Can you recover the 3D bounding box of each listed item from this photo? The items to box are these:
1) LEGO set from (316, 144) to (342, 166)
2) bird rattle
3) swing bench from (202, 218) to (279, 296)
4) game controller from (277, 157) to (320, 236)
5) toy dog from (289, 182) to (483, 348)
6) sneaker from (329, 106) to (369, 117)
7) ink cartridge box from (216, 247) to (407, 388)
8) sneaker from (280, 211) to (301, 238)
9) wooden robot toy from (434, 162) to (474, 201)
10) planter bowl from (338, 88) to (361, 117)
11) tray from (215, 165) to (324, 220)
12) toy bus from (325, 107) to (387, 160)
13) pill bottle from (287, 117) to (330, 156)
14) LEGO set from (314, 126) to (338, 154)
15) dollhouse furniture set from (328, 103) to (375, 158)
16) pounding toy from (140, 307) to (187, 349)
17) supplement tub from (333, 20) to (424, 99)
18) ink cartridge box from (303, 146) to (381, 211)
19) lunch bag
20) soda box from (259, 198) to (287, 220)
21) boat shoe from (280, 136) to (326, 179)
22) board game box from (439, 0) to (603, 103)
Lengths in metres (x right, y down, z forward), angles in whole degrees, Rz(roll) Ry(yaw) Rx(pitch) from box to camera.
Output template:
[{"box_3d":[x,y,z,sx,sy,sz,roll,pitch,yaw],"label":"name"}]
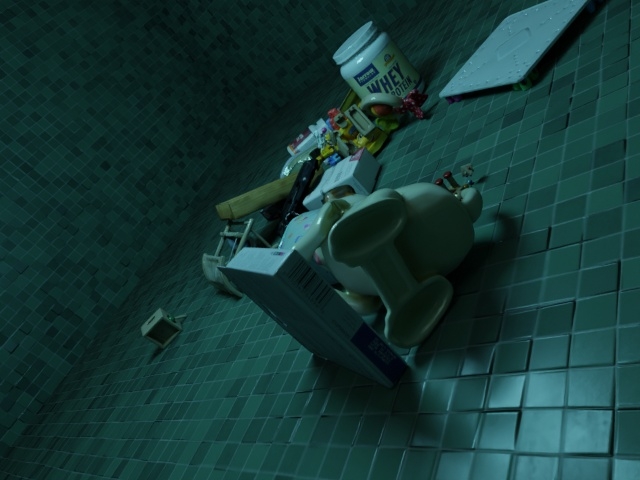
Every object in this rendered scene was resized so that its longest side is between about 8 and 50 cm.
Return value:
[{"box_3d":[0.030,-0.291,1.962,0.093,0.087,0.227,-37,36,4],"label":"LEGO set"},{"box_3d":[0.246,-0.464,1.832,0.253,0.206,0.143,-166,86,-70],"label":"bird rattle"},{"box_3d":[-0.325,0.063,1.955,0.255,0.165,0.253,-53,23,-18],"label":"swing bench"},{"box_3d":[-0.083,-0.150,1.896,0.167,0.067,0.319,-86,18,-47],"label":"game controller"},{"box_3d":[0.111,-0.014,1.134,0.395,0.284,0.408,-47,19,-12],"label":"toy dog"},{"box_3d":[0.134,-0.566,2.329,0.252,0.111,0.103,-32,24,30],"label":"sneaker"},{"box_3d":[-0.031,0.140,1.039,0.071,0.324,0.330,-51,22,-17],"label":"ink cartridge box"},{"box_3d":[-0.079,-0.043,1.742,0.109,0.130,0.286,-53,21,-15],"label":"sneaker"},{"box_3d":[0.311,-0.108,1.223,0.173,0.076,0.079,-42,32,9],"label":"wooden robot toy"},{"box_3d":[0.141,-0.568,2.195,0.217,0.090,0.217,-59,3,4],"label":"planter bowl"},{"box_3d":[-0.195,-0.187,2.049,0.410,0.076,0.202,-25,11,-24],"label":"tray"},{"box_3d":[0.114,-0.404,1.933,0.149,0.211,0.220,-48,22,-11],"label":"toy bus"},{"box_3d":[-0.043,-0.474,2.477,0.221,0.121,0.121,-41,21,11],"label":"pill bottle"},{"box_3d":[0.095,-0.416,2.146,0.107,0.132,0.287,-6,12,35],"label":"LEGO set"},{"box_3d":[0.106,-0.392,1.793,0.151,0.144,0.123,-40,-10,-2],"label":"dollhouse furniture set"},{"box_3d":[-0.620,0.340,2.072,0.141,0.130,0.100,-46,33,-2],"label":"pounding toy"},{"box_3d":[0.227,-0.657,2.023,0.235,0.325,0.235,-38,22,19],"label":"supplement tub"},{"box_3d":[0.073,-0.188,1.763,0.237,0.100,0.172,-27,26,39],"label":"ink cartridge box"},{"box_3d":[0.000,0.000,1.478,0.223,0.160,0.262,-21,38,49],"label":"lunch bag"},{"box_3d":[-0.187,-0.134,2.205,0.168,0.060,0.053,-15,34,54],"label":"soda box"},{"box_3d":[-0.058,-0.362,2.325,0.302,0.109,0.094,-46,23,-9],"label":"boat shoe"},{"box_3d":[0.599,-0.583,1.578,0.390,0.050,0.390,-49,22,-8],"label":"board game box"}]
